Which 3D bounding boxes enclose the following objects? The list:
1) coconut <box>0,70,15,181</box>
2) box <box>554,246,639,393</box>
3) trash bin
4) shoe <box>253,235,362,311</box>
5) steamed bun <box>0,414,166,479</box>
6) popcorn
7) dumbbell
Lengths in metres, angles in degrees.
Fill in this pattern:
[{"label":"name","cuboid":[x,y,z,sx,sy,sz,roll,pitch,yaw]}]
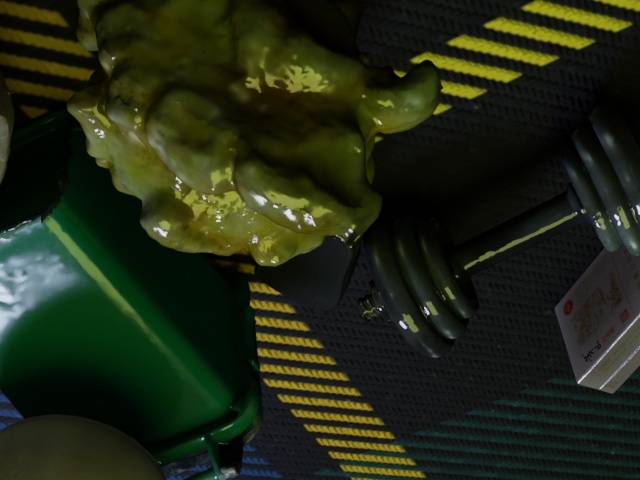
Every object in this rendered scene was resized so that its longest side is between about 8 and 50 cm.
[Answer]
[{"label":"coconut","cuboid":[-0.416,-0.105,0.969,0.297,0.254,0.297,-5,109,-14]},{"label":"box","cuboid":[0.381,0.074,1.395,0.058,0.141,0.201,17,127,-19]},{"label":"trash bin","cuboid":[-0.246,0.083,1.187,0.259,0.295,0.381,-25,128,12]},{"label":"shoe","cuboid":[0.000,0.000,1.266,0.108,0.093,0.241,29,156,0]},{"label":"steamed bun","cuboid":[-0.255,0.290,1.085,0.231,0.145,0.232,2,119,3]},{"label":"popcorn","cuboid":[-0.077,-0.114,0.993,0.274,0.335,0.279,-33,174,-24]},{"label":"dumbbell","cuboid":[0.222,-0.007,1.256,0.406,0.179,0.179,-27,133,15]}]
